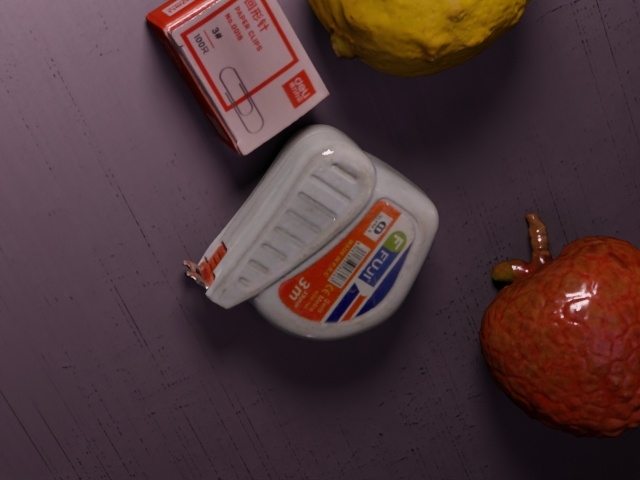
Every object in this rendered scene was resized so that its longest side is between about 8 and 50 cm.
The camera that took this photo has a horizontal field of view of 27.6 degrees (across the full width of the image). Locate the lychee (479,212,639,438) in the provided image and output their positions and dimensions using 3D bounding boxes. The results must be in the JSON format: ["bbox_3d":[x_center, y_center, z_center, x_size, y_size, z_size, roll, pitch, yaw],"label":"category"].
[{"bbox_3d":[0.329,0.106,1.686,0.255,0.255,0.300,-34,85,-8],"label":"lychee"}]

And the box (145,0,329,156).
[{"bbox_3d":[-0.091,-0.207,1.460,0.133,0.099,0.182,-34,119,-10],"label":"box"}]

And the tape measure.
[{"bbox_3d":[-0.001,0.000,1.564,0.246,0.125,0.243,33,101,-26],"label":"tape measure"}]

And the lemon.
[{"bbox_3d":[0.118,-0.317,1.424,0.284,0.260,0.260,-37,121,16],"label":"lemon"}]
